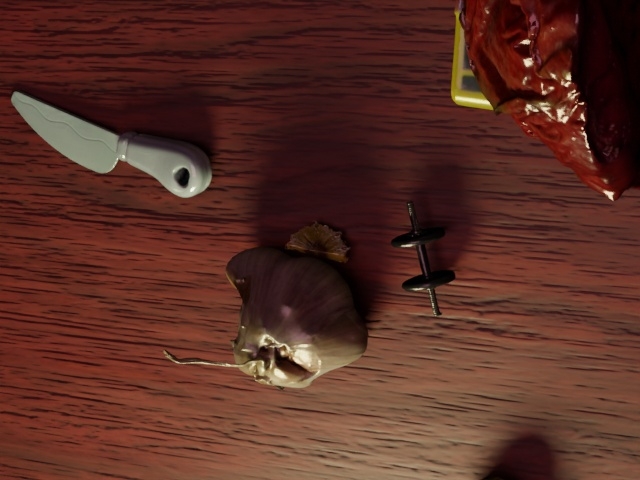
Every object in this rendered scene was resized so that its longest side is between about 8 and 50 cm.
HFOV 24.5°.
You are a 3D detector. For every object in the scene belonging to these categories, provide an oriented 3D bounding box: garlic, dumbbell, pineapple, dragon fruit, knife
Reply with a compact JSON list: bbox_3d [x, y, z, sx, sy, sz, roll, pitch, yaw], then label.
[{"bbox_3d":[-0.077,0.130,1.874,0.207,0.257,0.207,51,158,30],"label":"garlic"},{"bbox_3d":[0.127,0.023,1.818,0.069,0.069,0.147,-10,98,26],"label":"dumbbell"},{"bbox_3d":[0.000,0.000,1.885,0.083,0.045,0.019,14,151,11],"label":"pineapple"},{"bbox_3d":[0.240,-0.209,1.368,0.302,0.330,0.240,40,99,12],"label":"dragon fruit"},{"bbox_3d":[-0.289,-0.126,1.989,0.331,0.044,0.080,19,118,25],"label":"knife"}]

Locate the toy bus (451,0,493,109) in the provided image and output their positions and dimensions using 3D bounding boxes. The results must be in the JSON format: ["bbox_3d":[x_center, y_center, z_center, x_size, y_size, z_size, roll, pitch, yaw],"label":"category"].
[{"bbox_3d":[0.374,-0.226,1.561,0.440,0.209,0.249,10,109,22],"label":"toy bus"}]

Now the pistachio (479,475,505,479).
[{"bbox_3d":[0.203,0.367,1.855,0.113,0.113,0.149,22,111,18],"label":"pistachio"}]
